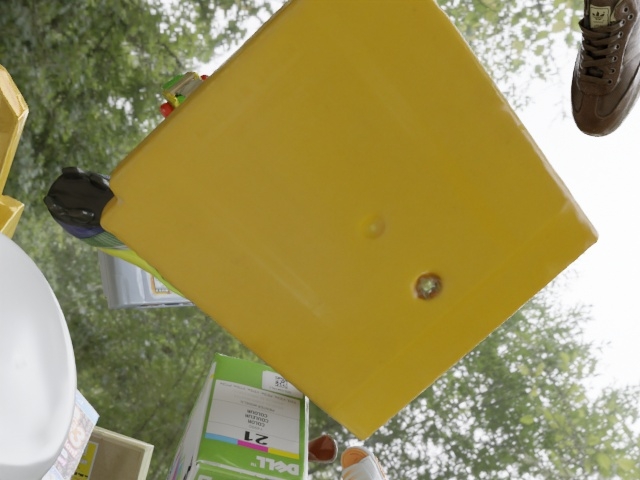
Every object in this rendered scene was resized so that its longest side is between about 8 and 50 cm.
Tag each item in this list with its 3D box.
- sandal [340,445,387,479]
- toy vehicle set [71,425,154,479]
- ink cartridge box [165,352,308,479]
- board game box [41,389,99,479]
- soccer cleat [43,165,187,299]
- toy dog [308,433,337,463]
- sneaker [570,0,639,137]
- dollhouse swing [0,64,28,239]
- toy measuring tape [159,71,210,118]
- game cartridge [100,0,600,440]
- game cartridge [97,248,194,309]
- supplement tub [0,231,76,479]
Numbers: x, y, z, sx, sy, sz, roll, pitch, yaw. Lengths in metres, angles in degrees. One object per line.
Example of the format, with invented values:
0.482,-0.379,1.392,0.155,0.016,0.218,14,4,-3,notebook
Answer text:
0.117,0.608,1.443,0.102,0.076,0.265,-56,-134,20,sandal
-0.462,0.433,1.137,0.267,0.035,0.165,14,-95,12,toy vehicle set
-0.085,0.253,0.500,0.255,0.097,0.188,-91,-158,-60,ink cartridge box
-0.512,0.356,0.913,0.141,0.232,0.291,61,7,-21,board game box
-0.190,-0.001,0.708,0.289,0.093,0.121,25,-13,18,soccer cleat
-0.051,0.421,0.994,0.334,0.220,0.160,38,-27,43,toy dog
0.246,-0.184,0.519,0.066,0.071,0.188,29,-62,48,sneaker
-0.553,-0.063,0.666,0.305,0.347,0.315,-43,-157,49,dollhouse swing
-0.203,-0.222,1.021,0.330,0.122,0.121,-142,-132,-64,toy measuring tape
0.035,-0.019,0.486,0.323,0.285,0.052,46,6,-23,game cartridge
-0.321,0.042,1.265,0.062,0.297,0.198,-17,-103,37,game cartridge
-0.410,0.132,0.494,0.241,0.332,0.240,-17,90,-87,supplement tub
